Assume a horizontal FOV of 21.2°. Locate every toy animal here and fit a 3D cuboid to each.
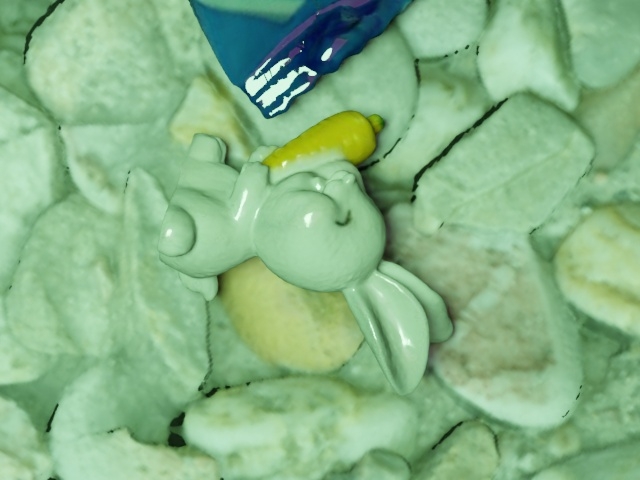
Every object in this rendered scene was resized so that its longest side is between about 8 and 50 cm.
[{"bbox_3d":[0.000,0.000,1.035,0.182,0.131,0.127,13,128,4],"label":"toy animal"}]

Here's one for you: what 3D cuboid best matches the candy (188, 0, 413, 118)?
[{"bbox_3d":[-0.066,-0.251,1.014,0.187,0.077,0.331,-38,97,1],"label":"candy"}]
